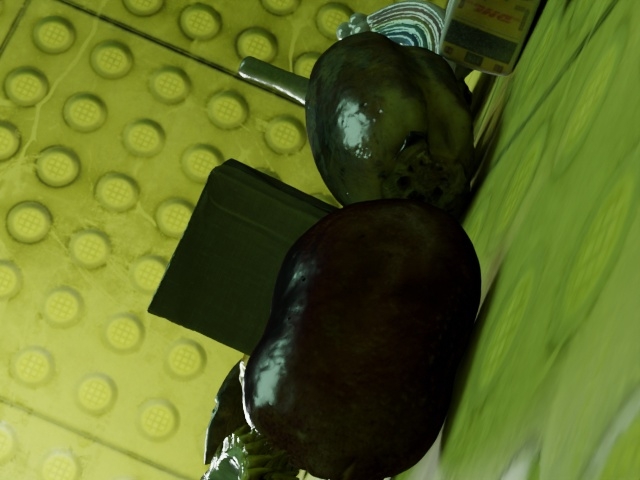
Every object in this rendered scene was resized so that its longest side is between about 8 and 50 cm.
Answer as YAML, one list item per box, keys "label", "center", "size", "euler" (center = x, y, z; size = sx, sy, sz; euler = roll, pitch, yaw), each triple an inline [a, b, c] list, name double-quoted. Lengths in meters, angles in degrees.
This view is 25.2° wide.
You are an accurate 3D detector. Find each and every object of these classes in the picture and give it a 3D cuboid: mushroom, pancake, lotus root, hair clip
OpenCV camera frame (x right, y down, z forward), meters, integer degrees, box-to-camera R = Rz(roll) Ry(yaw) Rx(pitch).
- label: "mushroom"
  center: [0.030, 0.101, 1.004]
  size: [0.217, 0.148, 0.227]
  euler: [88, -154, -53]
- label: "pancake"
  center: [-0.100, 0.295, 2.061]
  size: [0.286, 0.033, 0.288]
  euler: [-1, -81, -71]
- label: "lotus root"
  center: [0.062, -0.109, 1.391]
  size: [0.275, 0.152, 0.160]
  euler: [-101, 20, -62]
- label: "hair clip"
  center: [0.101, -0.189, 1.607]
  size: [0.140, 0.054, 0.220]
  euler: [-32, 56, 25]

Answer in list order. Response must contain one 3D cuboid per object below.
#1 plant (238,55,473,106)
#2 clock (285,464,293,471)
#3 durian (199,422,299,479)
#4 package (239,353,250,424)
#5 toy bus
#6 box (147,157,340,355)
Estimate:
- label: "plant"
  center: [0.078, -0.160, 1.715]
  size: [0.261, 0.297, 0.306]
  euler: [-27, 21, 44]
- label: "clock"
  center: [0.013, 0.160, 1.914]
  size: [0.279, 0.049, 0.273]
  euler: [-68, 1, -64]
- label: "durian"
  center: [-0.032, 0.208, 0.754]
  size: [0.193, 0.138, 0.237]
  euler: [-64, -2, -10]
- label: "package"
  center: [-0.056, 0.145, 1.918]
  size: [0.226, 0.090, 0.168]
  euler: [103, -175, -60]
- label: "toy bus"
  center: [0.195, -0.292, 1.555]
  size: [0.342, 0.097, 0.138]
  euler: [-72, -2, -64]
- label: "box"
  center: [-0.021, 0.035, 1.359]
  size: [0.149, 0.231, 0.155]
  euler: [-72, 5, -82]
